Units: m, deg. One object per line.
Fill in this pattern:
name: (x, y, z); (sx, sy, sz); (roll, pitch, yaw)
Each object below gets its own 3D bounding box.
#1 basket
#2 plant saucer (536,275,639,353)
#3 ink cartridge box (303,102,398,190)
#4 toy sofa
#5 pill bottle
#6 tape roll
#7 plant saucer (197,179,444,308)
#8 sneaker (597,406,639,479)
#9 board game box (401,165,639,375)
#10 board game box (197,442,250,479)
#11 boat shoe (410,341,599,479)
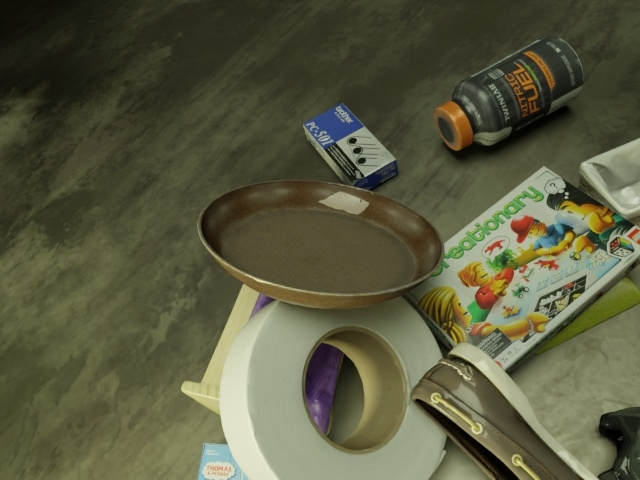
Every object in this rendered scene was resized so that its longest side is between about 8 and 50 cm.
basket: (0.495, -0.081, 0.784); (0.167, 0.103, 0.113); (-22, 54, 1)
plant saucer: (0.350, 0.048, 0.777); (0.189, 0.045, 0.188); (-27, 54, -2)
ink cartridge box: (0.056, -0.182, 1.016); (0.097, 0.046, 0.207); (-30, 54, -6)
toy sofa: (-0.042, 0.106, 0.790); (0.177, 0.150, 0.362); (7, 60, 22)
pill bottle: (0.334, -0.258, 0.934); (0.246, 0.130, 0.130); (-29, 54, -3)
tape roll: (0.024, 0.191, 0.646); (0.287, 0.100, 0.285); (11, 65, -26)
plant saucer: (0.000, 0.000, 0.664); (0.311, 0.050, 0.310); (6, 27, -3)
sneaker: (0.379, 0.300, 0.585); (0.106, 0.078, 0.234); (-7, 52, 16)
board game box: (0.286, 0.042, 0.737); (0.305, 0.053, 0.193); (-37, 55, -9)
board game box: (-0.100, 0.388, 0.687); (0.160, 0.039, 0.211); (-3, 57, 14)
boat shoe: (0.240, 0.271, 0.584); (0.097, 0.116, 0.324); (-36, 75, -16)
